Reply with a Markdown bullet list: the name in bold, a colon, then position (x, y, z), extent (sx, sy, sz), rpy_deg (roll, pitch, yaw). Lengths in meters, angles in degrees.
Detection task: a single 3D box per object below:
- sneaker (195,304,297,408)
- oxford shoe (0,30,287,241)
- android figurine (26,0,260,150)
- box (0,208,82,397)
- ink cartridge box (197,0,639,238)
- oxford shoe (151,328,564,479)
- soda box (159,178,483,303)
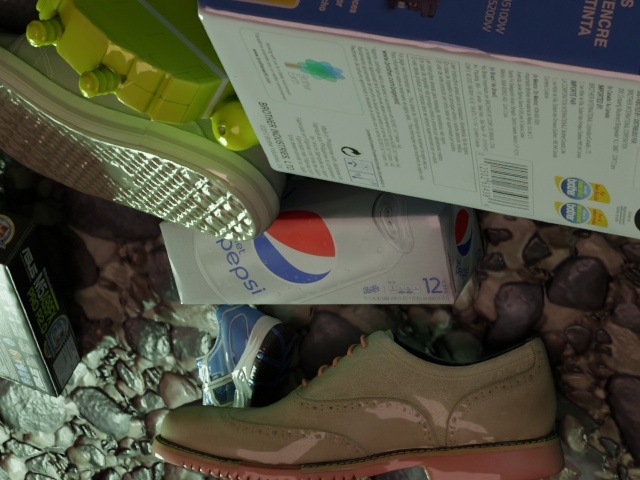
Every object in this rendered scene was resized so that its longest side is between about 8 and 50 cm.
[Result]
- **sneaker**: position (-0.088, 0.152, 1.465), extent (0.081, 0.080, 0.211), rpy_deg (35, 123, 23)
- **oxford shoe**: position (-0.203, -0.128, 1.334), extent (0.449, 0.130, 0.169), rpy_deg (21, 153, 29)
- **android figurine**: position (-0.123, -0.169, 1.163), extent (0.248, 0.273, 0.056), rpy_deg (42, 123, 15)
- **box**: position (-0.377, 0.045, 1.472), extent (0.216, 0.060, 0.270), rpy_deg (18, 148, 15)
- **ink cartridge box**: position (0.144, -0.126, 0.982), extent (0.395, 0.151, 0.270), rpy_deg (13, 163, 14)
- **oxford shoe**: position (0.032, 0.159, 1.360), extent (0.397, 0.140, 0.147), rpy_deg (-2, 91, 5)
- **soda box**: position (0.000, 0.000, 1.320), extent (0.286, 0.098, 0.091), rpy_deg (-1, 116, 25)
